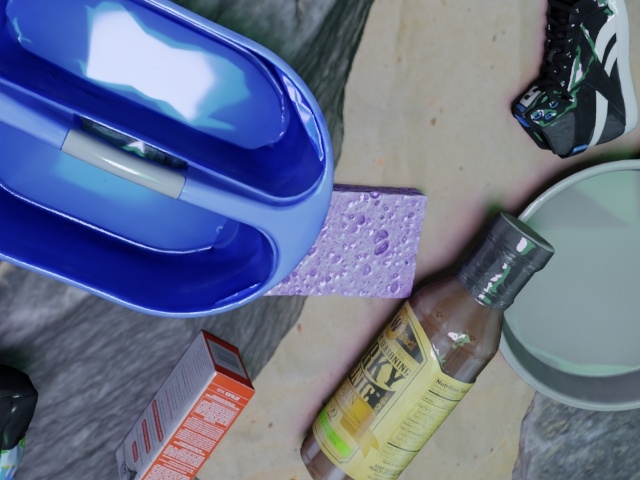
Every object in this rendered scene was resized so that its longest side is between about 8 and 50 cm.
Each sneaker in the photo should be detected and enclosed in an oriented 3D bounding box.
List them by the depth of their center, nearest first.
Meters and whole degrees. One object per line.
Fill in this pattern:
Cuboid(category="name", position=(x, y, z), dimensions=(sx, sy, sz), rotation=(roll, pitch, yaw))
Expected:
Cuboid(category="sneaker", position=(0.240, -0.176, 0.891), dimensions=(0.121, 0.079, 0.216), rotation=(-28, 118, -7))

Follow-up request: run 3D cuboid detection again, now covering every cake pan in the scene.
Cuboid(category="cake pan", position=(0.326, 0.047, 0.989), dimensions=(0.293, 0.054, 0.293), rotation=(0, 109, -1))

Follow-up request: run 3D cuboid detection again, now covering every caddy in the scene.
Cuboid(category="caddy", position=(-0.157, -0.080, 0.731), dimensions=(0.341, 0.179, 0.241), rotation=(23, 104, -17))

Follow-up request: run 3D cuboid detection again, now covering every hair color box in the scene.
Cuboid(category="hair color box", position=(-0.140, 0.186, 0.911), dimensions=(0.053, 0.093, 0.167), rotation=(33, 99, -26))

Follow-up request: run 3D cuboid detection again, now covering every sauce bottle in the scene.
Cuboid(category="sauce bottle", position=(0.111, 0.123, 0.942), dimensions=(0.111, 0.111, 0.344), rotation=(28, 105, -25))

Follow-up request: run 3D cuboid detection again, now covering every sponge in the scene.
Cuboid(category="sponge", position=(0.000, 0.000, 0.914), dimensions=(0.210, 0.031, 0.117), rotation=(2, 110, -19))

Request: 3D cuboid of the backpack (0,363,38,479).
Cuboid(category="backpack", position=(-0.419, 0.281, 0.793), dimensions=(0.290, 0.273, 0.355), rotation=(4, 88, -22))

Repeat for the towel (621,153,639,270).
Cuboid(category="towel", position=(0.501, -0.055, 1.039), dimensions=(0.325, 0.056, 0.312), rotation=(-1, 112, -17))
